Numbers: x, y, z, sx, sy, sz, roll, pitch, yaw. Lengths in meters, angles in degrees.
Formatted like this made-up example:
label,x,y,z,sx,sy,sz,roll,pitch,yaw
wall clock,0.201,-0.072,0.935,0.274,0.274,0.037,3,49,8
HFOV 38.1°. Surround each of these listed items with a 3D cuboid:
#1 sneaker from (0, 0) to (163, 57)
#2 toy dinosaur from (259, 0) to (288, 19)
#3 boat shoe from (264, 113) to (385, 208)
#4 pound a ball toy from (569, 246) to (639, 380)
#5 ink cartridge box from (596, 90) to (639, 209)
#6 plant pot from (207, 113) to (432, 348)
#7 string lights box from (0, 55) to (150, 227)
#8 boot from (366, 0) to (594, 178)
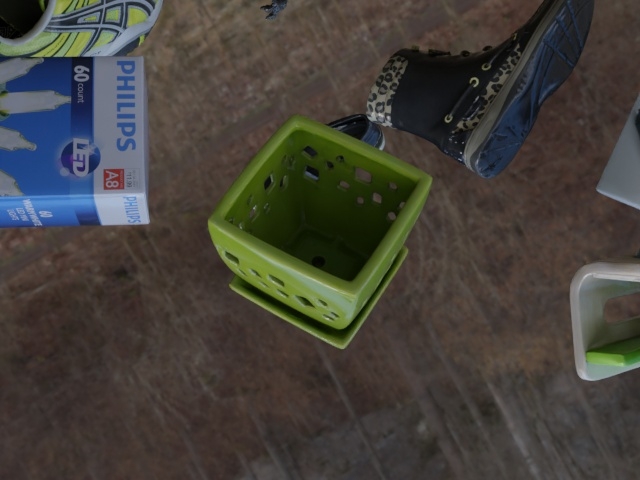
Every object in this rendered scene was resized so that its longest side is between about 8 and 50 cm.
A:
label,x,y,z,sx,sy,sz,roll,pitch,yaw
sneaker,-0.280,-0.270,1.031,0.384,0.145,0.147,-61,179,-36
toy dinosaur,-0.070,-0.339,1.103,0.064,0.268,0.118,-21,-127,57
boat shoe,-0.026,-0.175,1.980,0.340,0.127,0.113,-20,162,4
pound a ball toy,0.406,0.046,0.829,0.319,0.136,0.208,-8,-174,-37
ink cartridge box,0.549,-0.153,1.304,0.239,0.060,0.275,32,-78,50
plant pot,0.000,0.000,1.281,0.228,0.227,0.207,-55,162,-29
string lights box,-0.279,-0.082,0.793,0.260,0.133,0.077,-2,161,-7
boot,0.169,-0.196,1.002,0.178,0.085,0.236,28,-97,39
